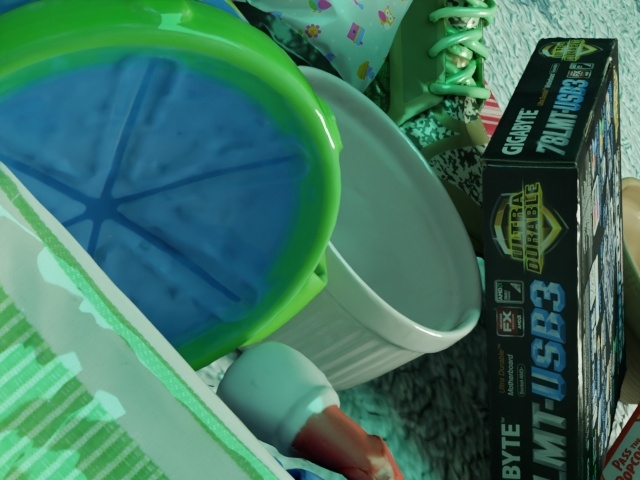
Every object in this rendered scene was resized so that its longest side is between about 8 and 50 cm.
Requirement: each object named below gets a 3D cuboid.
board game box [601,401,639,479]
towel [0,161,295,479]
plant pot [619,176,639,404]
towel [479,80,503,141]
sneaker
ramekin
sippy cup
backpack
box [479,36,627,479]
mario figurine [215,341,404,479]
[{"bbox_3d":[0.311,0.149,1.336,0.147,0.193,0.045,26,7,-45],"label":"board game box"},{"bbox_3d":[-0.145,0.147,0.625,0.248,0.038,0.325,48,49,-11],"label":"towel"},{"bbox_3d":[0.293,0.070,1.487,0.237,0.110,0.237,38,31,-28],"label":"plant pot"},{"bbox_3d":[0.076,-0.210,1.552,0.199,0.031,0.275,-1,61,-61],"label":"towel"},{"bbox_3d":[0.081,-0.174,1.344,0.158,0.182,0.410,-8,66,-61],"label":"sneaker"},{"bbox_3d":[0.000,0.000,1.090,0.207,0.109,0.207,39,30,-29],"label":"ramekin"},{"bbox_3d":[-0.131,-0.075,0.862,0.305,0.240,0.224,81,-10,-45],"label":"sippy cup"},{"bbox_3d":[-0.004,-0.173,1.227,0.152,0.115,0.182,44,57,-30],"label":"backpack"},{"bbox_3d":[0.176,0.030,1.218,0.293,0.073,0.295,-59,147,-63],"label":"box"},{"bbox_3d":[-0.011,0.181,0.840,0.320,0.198,0.170,28,12,-24],"label":"mario figurine"}]
